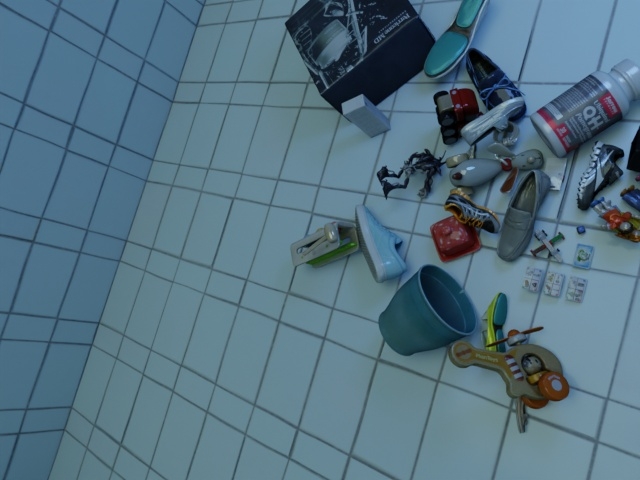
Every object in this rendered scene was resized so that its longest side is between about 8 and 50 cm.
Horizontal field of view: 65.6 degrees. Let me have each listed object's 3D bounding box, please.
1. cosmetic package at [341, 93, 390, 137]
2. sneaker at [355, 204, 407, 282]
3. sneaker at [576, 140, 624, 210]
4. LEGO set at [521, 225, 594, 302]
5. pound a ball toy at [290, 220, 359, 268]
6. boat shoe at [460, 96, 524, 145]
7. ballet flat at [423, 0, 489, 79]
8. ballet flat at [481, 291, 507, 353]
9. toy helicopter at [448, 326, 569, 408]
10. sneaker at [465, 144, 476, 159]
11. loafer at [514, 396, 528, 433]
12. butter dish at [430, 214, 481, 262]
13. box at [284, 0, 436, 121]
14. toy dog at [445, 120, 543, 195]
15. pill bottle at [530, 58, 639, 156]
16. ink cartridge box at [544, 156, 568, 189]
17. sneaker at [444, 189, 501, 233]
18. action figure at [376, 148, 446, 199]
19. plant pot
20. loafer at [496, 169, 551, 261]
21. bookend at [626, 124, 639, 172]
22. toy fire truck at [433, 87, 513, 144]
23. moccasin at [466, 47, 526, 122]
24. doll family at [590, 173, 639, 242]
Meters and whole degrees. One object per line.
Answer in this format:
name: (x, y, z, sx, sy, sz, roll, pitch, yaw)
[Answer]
cosmetic package: (0.189, -0.504, 2.025, 0.099, 0.239, 0.060, -20, 68, 28)
sneaker: (0.237, 0.002, 1.947, 0.150, 0.135, 0.365, -11, 57, -7)
sneaker: (0.892, -0.201, 1.573, 0.106, 0.078, 0.234, 19, 86, 38)
LEGO set: (0.775, 0.062, 1.612, 0.183, 0.060, 0.244, 13, 86, 23)
pound a ball toy: (0.000, 0.000, 1.990, 0.319, 0.208, 0.135, -26, 65, 41)
boat shoe: (0.595, -0.399, 1.690, 0.228, 0.079, 0.081, -30, 75, 21)
ballet flat: (0.549, -0.796, 1.939, 0.139, 0.139, 0.400, 35, 101, 35)
ballet flat: (0.573, 0.287, 1.655, 0.077, 0.077, 0.230, -8, 74, 49)
toy helicopter: (0.569, 0.361, 1.526, 0.355, 0.140, 0.234, 13, 59, -2)
sneaker: (0.561, -0.333, 1.858, 0.037, 0.032, 0.083, 3, 77, 35)
loafer: (0.634, 0.539, 1.559, 0.039, 0.045, 0.125, -10, 69, 24)
butter dish: (0.468, -0.024, 1.780, 0.160, 0.118, 0.160, -24, 64, 25)
box: (0.172, -0.859, 2.109, 0.480, 0.297, 0.471, -35, 62, 21)
toy dog: (0.581, -0.254, 1.727, 0.334, 0.161, 0.220, -35, 84, 25)
pill bottle: (0.862, -0.427, 1.595, 0.319, 0.176, 0.176, -35, 60, 21)
ink cartridge box: (0.791, -0.224, 1.677, 0.063, 0.029, 0.115, 10, 84, 35)
sneaker: (0.523, -0.085, 1.722, 0.215, 0.084, 0.083, 37, 61, 20)
action figure: (0.362, -0.255, 1.910, 0.276, 0.141, 0.164, -18, 56, 0)
plant pot: (0.346, 0.263, 1.706, 0.255, 0.272, 0.271, -43, 57, 33)
loafer: (0.664, -0.084, 1.658, 0.112, 0.112, 0.319, 24, 98, 43)
bookend: (1.019, -0.262, 1.483, 0.156, 0.072, 0.157, 19, 49, 21)
toy fire truck: (0.554, -0.452, 1.798, 0.247, 0.217, 0.158, -14, 68, 15)
moccasin: (0.623, -0.572, 1.830, 0.138, 0.117, 0.342, -40, 58, 18)
doll family: (0.958, -0.084, 1.493, 0.263, 0.118, 0.163, -32, 53, 2)
